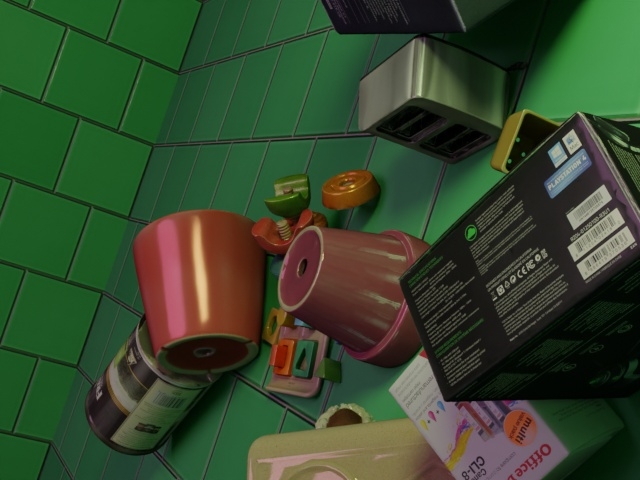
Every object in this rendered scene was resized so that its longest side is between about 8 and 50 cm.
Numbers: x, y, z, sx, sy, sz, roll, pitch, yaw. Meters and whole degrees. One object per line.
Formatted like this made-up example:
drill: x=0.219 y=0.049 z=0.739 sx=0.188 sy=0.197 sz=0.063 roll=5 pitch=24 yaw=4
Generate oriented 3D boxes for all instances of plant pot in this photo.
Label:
plant pot: x=0.258 y=-0.112 z=1.143 sx=0.083 sy=0.081 sz=0.081 roll=-153 pitch=84 yaw=-75
plant pot: x=-0.226 y=0.111 z=1.755 sx=0.275 sy=0.275 sz=0.243 roll=-42 pitch=46 yaw=45
plant pot: x=0.046 y=0.067 z=1.313 sx=0.201 sy=0.180 sz=0.201 roll=-42 pitch=38 yaw=45

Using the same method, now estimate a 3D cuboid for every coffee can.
coffee can: x=-0.344 y=0.292 z=1.899 sx=0.275 sy=0.201 sz=0.201 roll=-50 pitch=32 yaw=34

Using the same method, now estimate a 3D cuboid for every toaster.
toaster: x=0.166 y=-0.199 z=1.287 sx=0.185 sy=0.168 sz=0.110 roll=-28 pitch=51 yaw=56

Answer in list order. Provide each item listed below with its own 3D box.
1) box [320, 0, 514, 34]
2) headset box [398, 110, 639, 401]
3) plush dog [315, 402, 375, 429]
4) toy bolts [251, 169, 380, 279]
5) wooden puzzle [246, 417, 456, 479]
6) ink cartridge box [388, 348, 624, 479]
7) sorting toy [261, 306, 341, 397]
box: x=0.169 y=-0.449 z=1.263 sx=0.293 sy=0.212 sz=0.395 roll=-35 pitch=22 yaw=-12
headset box: x=0.262 y=0.031 z=0.810 sx=0.246 sy=0.283 sz=0.131 roll=-48 pitch=49 yaw=40
plush dog: x=-0.011 y=0.359 z=1.259 sx=0.262 sy=0.210 sz=0.225 roll=-37 pitch=9 yaw=-8
toy bolts: x=0.000 y=0.000 z=1.532 sx=0.218 sy=0.158 sz=0.228 roll=-8 pitch=27 yaw=21
wooden puzzle: x=0.071 y=0.367 z=1.013 sx=0.322 sy=0.080 sz=0.348 roll=-10 pitch=53 yaw=16
ink cartridge box: x=0.190 y=0.172 z=0.937 sx=0.176 sy=0.127 sz=0.128 roll=51 pitch=124 yaw=25
sorting toy: x=-0.041 y=0.167 z=1.567 sx=0.347 sy=0.047 sz=0.196 roll=-9 pitch=64 yaw=62
